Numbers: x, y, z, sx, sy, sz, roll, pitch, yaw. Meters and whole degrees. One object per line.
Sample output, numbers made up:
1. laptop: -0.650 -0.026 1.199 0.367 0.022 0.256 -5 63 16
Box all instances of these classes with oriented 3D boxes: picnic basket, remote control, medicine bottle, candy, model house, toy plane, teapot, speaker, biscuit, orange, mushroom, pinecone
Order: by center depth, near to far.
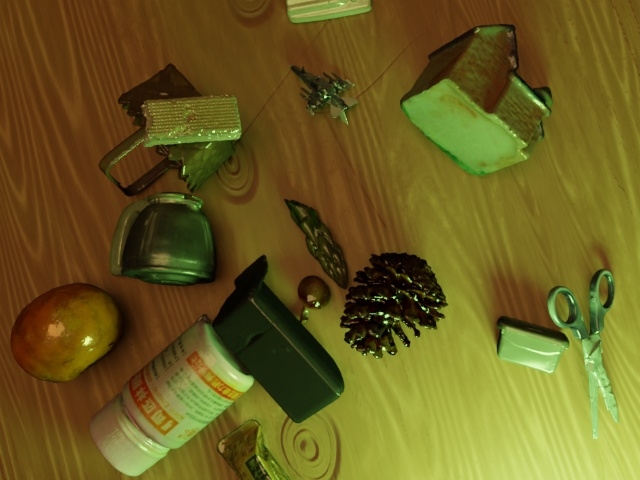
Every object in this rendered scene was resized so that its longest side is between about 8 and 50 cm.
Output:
1. biscuit: -0.313 -0.290 1.820 0.239 0.062 0.108 -7 77 -13
2. pinecone: 0.169 0.166 1.829 0.246 0.246 0.292 39 110 11
3. model house: 0.412 -0.366 1.859 0.312 0.245 0.280 39 63 -14
4. medicine bottle: -0.376 0.399 1.907 0.388 0.219 0.219 -40 79 5
5. speaker: -0.097 0.246 1.908 0.180 0.184 0.388 -40 91 31
6. candy: -0.147 0.590 1.912 0.143 0.101 0.271 -41 73 9
7. orange: -0.651 0.235 1.938 0.284 0.284 0.226 -34 86 5
8. mushroom: -0.021 0.157 1.944 0.088 0.073 0.129 14 91 -25
9. picnic basket: -0.415 -0.254 1.956 0.321 0.254 0.291 -41 82 -7
10. teapot: -0.401 -0.001 1.979 0.240 0.322 0.239 9 77 -26
11. toy plane: 0.001 -0.406 1.990 0.160 0.082 0.234 -39 79 -23
12. remote control: 0.021 -0.646 2.025 0.230 0.049 0.090 -8 86 8

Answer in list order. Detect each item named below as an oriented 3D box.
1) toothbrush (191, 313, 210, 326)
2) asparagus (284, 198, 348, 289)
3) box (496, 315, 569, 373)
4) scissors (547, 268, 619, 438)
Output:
1. toothbrush: -0.412 0.321 2.019 0.031 0.023 0.321 44 93 14
2. asparagus: 0.000 0.000 1.954 0.080 0.080 0.287 -29 81 6
3. box: 0.505 0.255 1.822 0.172 0.124 0.092 16 98 12
4. scissors: 0.644 0.273 1.782 0.029 0.256 0.383 -5 95 53
